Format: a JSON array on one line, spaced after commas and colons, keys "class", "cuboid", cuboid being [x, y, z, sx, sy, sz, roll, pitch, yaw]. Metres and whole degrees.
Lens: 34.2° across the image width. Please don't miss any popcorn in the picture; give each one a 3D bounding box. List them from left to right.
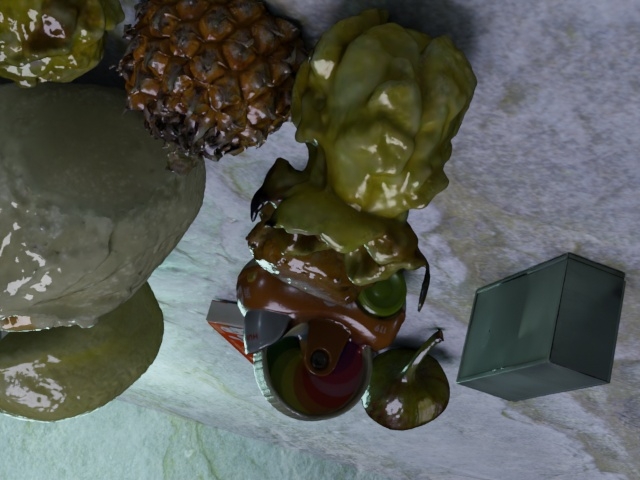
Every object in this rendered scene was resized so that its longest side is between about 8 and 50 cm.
[{"class": "popcorn", "cuboid": [-0.224, -0.177, 0.830, 0.116, 0.106, 0.121, 19, 163, 17]}, {"class": "popcorn", "cuboid": [0.042, -0.069, 0.795, 0.173, 0.195, 0.168, 27, 166, -20]}]

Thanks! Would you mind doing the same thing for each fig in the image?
[{"class": "fig", "cuboid": [0.147, 0.215, 1.657, 0.149, 0.149, 0.245, 14, 149, 1]}]

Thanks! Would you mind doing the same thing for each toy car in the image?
[{"class": "toy car", "cuboid": [-0.012, 0.123, 1.353, 0.235, 0.235, 0.145, 20, 160, -15]}]

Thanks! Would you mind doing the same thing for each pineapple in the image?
[{"class": "pineapple", "cuboid": [-0.096, -0.113, 0.864, 0.176, 0.137, 0.161, -3, 154, 44]}]

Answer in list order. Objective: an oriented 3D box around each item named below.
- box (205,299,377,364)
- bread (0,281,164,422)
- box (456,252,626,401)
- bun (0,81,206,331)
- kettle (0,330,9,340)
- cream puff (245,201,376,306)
[{"class": "box", "cuboid": [-0.034, 0.186, 1.808, 0.265, 0.048, 0.273, 8, 160, 18]}, {"class": "bread", "cuboid": [-0.391, 0.133, 1.538, 0.320, 0.320, 0.237, 0, 135, 37]}, {"class": "box", "cuboid": [0.261, 0.111, 1.247, 0.086, 0.129, 0.225, 20, 161, -13]}, {"class": "bun", "cuboid": [-0.285, -0.024, 1.014, 0.349, 0.227, 0.352, -3, 180, -14]}, {"class": "kettle", "cuboid": [-0.498, -0.016, 1.165, 0.250, 0.361, 0.376, -35, 140, 11]}, {"class": "cream puff", "cuboid": [0.000, 0.000, 1.150, 0.150, 0.115, 0.165, 21, 171, 2]}]
